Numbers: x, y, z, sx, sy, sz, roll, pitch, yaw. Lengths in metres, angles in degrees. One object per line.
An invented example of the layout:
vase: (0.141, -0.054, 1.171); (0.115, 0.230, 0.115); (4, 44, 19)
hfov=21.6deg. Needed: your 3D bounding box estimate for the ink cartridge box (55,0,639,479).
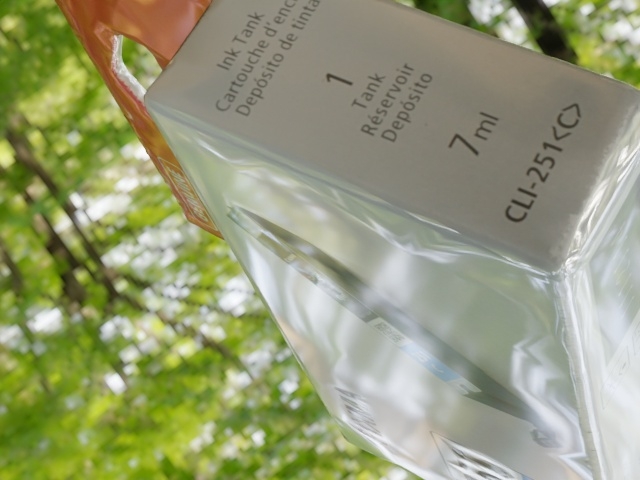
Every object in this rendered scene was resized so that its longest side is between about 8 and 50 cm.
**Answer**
ink cartridge box: (0.000, 0.000, 0.610); (0.066, 0.261, 0.296); (-58, 155, -17)
